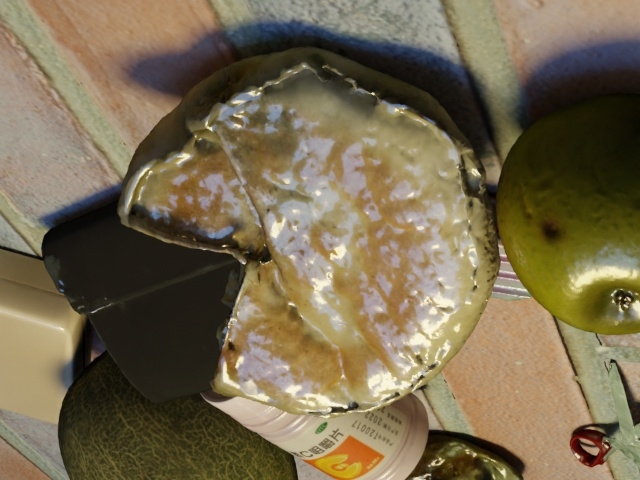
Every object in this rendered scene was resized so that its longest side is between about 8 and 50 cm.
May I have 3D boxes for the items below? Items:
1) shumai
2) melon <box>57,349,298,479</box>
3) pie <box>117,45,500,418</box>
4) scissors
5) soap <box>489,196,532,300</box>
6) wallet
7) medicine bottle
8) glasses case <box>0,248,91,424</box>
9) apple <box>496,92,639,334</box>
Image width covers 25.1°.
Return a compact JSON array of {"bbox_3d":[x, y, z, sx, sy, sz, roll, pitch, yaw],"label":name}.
[{"bbox_3d":[0.122,0.366,1.805,0.222,0.203,0.272,23,155,-12],"label":"shumai"},{"bbox_3d":[-0.159,0.249,1.664,0.301,0.237,0.237,47,146,-7],"label":"melon"},{"bbox_3d":[0.000,0.000,1.181,0.337,0.075,0.337,6,117,11],"label":"pie"},{"bbox_3d":[0.337,0.213,1.559,0.144,0.017,0.247,33,156,24],"label":"scissors"},{"bbox_3d":[0.142,0.004,1.277,0.149,0.056,0.100,8,151,15],"label":"soap"},{"bbox_3d":[-0.100,0.039,1.386,0.406,0.062,0.228,-20,112,46],"label":"wallet"},{"bbox_3d":[-0.005,0.175,1.588,0.133,0.133,0.250,-14,140,43],"label":"medicine bottle"},{"bbox_3d":[-0.350,0.122,1.721,0.144,0.076,0.336,17,152,-2],"label":"glasses case"},{"bbox_3d":[0.227,-0.017,1.091,0.196,0.157,0.196,4,151,2],"label":"apple"}]
